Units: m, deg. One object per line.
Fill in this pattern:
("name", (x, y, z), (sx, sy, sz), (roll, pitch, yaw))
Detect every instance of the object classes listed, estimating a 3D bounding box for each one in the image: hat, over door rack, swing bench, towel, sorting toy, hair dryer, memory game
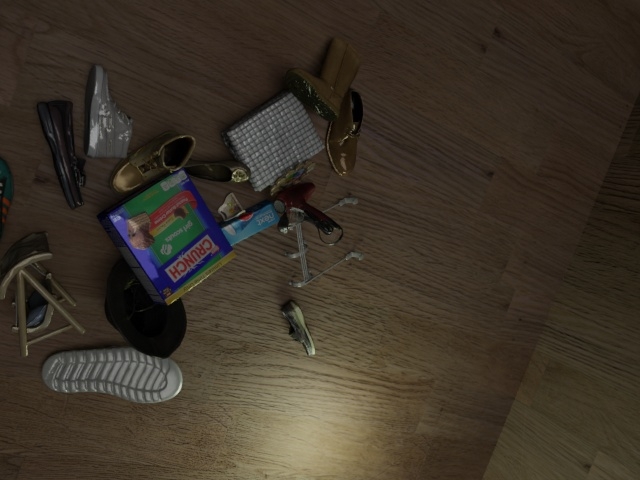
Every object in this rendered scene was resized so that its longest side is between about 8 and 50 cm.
("hat", (-0.563, 0.216, 1.728), (0.134, 0.331, 0.331), (-22, 119, 21))
("over door rack", (0.000, 0.000, 2.022), (0.324, 0.108, 0.239), (-22, 114, -36))
("swing bench", (-0.779, 0.133, 1.553), (0.165, 0.253, 0.254), (-22, 112, -21))
("towel", (-0.157, -0.321, 1.840), (0.284, 0.121, 0.235), (-38, 119, -16))
("sorting toy", (-0.294, -0.099, 1.859), (0.075, 0.083, 0.045), (-33, 156, -8))
("hair dryer", (-0.048, -0.094, 1.886), (0.223, 0.293, 0.080), (15, 132, -18))
("memory game", (-0.091, -0.204, 1.881), (0.186, 0.186, 0.012), (-34, 81, -16))

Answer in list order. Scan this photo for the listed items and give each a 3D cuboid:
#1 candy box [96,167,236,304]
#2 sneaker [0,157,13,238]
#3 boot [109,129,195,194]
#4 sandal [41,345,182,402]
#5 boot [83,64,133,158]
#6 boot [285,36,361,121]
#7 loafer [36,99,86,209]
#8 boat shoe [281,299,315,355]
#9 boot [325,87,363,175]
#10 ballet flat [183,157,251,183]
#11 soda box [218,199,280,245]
("candy box", (-0.448, -0.010, 1.687), (0.268, 0.122, 0.317), (-39, 112, -28))
("sneaker", (-0.887, -0.075, 1.519), (0.108, 0.121, 0.302), (7, 100, -29))
("boot", (-0.484, -0.220, 1.641), (0.262, 0.203, 0.095), (-41, 117, -14))
("sandal", (-0.644, 0.407, 1.793), (0.416, 0.102, 0.169), (12, 83, -17))
("boot", (-0.599, -0.361, 1.623), (0.123, 0.095, 0.258), (-1, 110, -35))
("boot", (0.012, -0.549, 1.831), (0.236, 0.089, 0.269), (40, 58, -37))
("loafer", (-0.698, -0.239, 1.587), (0.095, 0.109, 0.302), (-19, 108, -26))
("boat shoe", (-0.084, 0.326, 2.072), (0.073, 0.080, 0.223), (-24, 108, -14))
("boot", (0.091, -0.368, 1.957), (0.112, 0.115, 0.305), (-10, 109, -27))
("ballet flat", (-0.340, -0.212, 1.748), (0.250, 0.058, 0.084), (9, 123, -4))
("soda box", (-0.247, -0.056, 1.889), (0.210, 0.067, 0.071), (-29, 115, -19))
